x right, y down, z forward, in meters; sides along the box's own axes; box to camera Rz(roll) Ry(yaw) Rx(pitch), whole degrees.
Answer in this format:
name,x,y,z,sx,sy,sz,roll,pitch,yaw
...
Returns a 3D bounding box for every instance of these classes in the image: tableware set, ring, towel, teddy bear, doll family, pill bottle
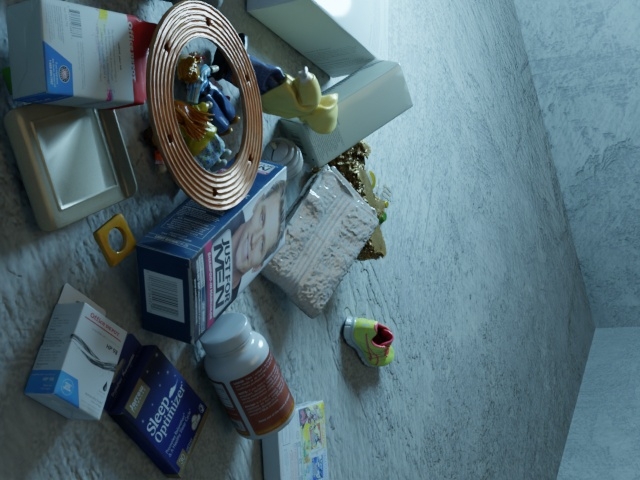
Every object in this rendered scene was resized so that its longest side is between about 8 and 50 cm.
name,x,y,z,sx,sy,sz,roll,pitch,yaw
tableware set,0.127,-0.107,2.316,0.154,0.024,0.104,38,57,-54
ring,-0.185,-0.214,1.523,0.336,0.032,0.337,-4,90,-64
towel,0.000,0.000,1.938,0.187,0.049,0.282,45,64,-27
teddy bear,0.059,-0.113,2.135,0.245,0.113,0.338,-14,90,-67
doll family,-0.209,-0.229,1.644,0.163,0.118,0.263,51,44,-44
pill bottle,-0.134,0.240,1.698,0.121,0.121,0.216,-57,133,-48

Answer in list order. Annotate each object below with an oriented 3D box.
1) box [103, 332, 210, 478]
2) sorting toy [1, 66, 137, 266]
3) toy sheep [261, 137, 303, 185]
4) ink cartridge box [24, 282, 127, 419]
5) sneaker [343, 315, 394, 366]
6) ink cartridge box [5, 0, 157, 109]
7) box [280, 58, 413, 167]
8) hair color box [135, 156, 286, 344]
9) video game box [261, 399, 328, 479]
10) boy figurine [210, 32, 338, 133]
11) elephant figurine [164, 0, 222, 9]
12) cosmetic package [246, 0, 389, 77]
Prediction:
name,x,y,z,sx,sy,sz,roll,pitch,yaw
box,-0.268,0.270,1.547,0.225,0.036,0.136,58,39,-37
sorting toy,-0.374,-0.122,1.412,0.196,0.047,0.348,-32,111,-53
toy sheep,-0.079,-0.161,1.899,0.132,0.091,0.091,64,31,-65
ink cartridge box,-0.351,0.161,1.391,0.104,0.060,0.180,47,47,-47
sneaker,0.134,0.239,2.197,0.208,0.094,0.082,43,48,-52
ink cartridge box,-0.334,-0.263,1.378,0.231,0.078,0.134,-3,88,-55
box,0.059,-0.274,2.020,0.275,0.094,0.113,-34,121,-22
hair color box,-0.176,0.005,1.630,0.347,0.105,0.174,-51,150,-51
video game box,-0.049,0.434,1.893,0.187,0.048,0.205,1,85,-58
boy figurine,-0.065,-0.292,1.823,0.285,0.177,0.092,22,67,-35
elephant figurine,-0.222,-0.525,1.669,0.169,0.186,0.239,18,49,-13
cosmetic package,0.006,-0.512,2.031,0.365,0.155,0.197,26,63,-56
